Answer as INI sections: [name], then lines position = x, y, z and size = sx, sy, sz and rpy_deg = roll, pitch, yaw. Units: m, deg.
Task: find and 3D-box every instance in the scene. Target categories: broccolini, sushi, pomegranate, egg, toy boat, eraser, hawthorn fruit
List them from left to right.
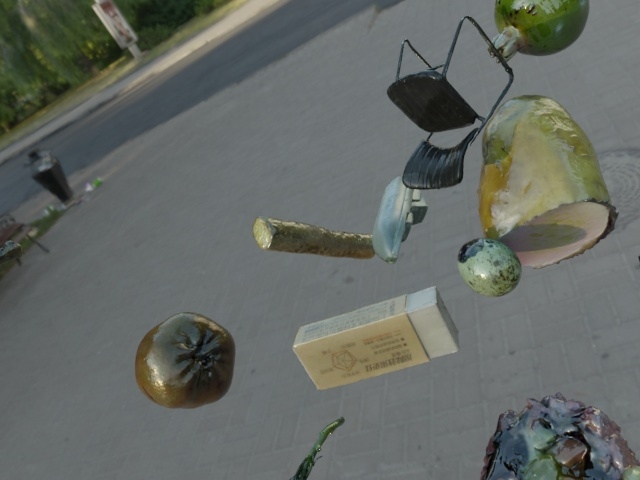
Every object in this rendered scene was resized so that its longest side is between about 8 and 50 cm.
[hawthorn fruit]
position = -0.383, 0.344, 1.686
size = 0.301, 0.267, 0.267
rpy_deg = -22, 24, 54
[broccolini]
position = -0.006, 0.545, 1.475
size = 0.062, 0.123, 0.271
rpy_deg = 24, 42, 21
[eraser]
position = 0.118, 0.217, 1.324
size = 0.343, 0.144, 0.078
rpy_deg = -20, 24, 21
[toy boat]
position = 0.141, -0.035, 1.066
size = 0.085, 0.078, 0.260
rpy_deg = 19, 32, 3
[egg]
position = 0.254, 0.038, 0.921
size = 0.085, 0.085, 0.110
rpy_deg = -34, 45, -3
[pomegranate]
position = 0.403, -0.422, 1.153
size = 0.209, 0.180, 0.180
rpy_deg = -49, 29, -8
[sushi]
position = 0.324, 0.338, 0.788
size = 0.237, 0.170, 0.270
rpy_deg = -8, 41, 33

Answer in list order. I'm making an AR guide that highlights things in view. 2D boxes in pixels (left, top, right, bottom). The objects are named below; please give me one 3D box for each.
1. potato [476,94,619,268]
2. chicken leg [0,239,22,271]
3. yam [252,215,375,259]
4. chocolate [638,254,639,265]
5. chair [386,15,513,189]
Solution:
[potato]
position = 0.366, -0.117, 1.023
size = 0.229, 0.229, 0.266
rpy_deg = -18, 61, 27
[chicken leg]
position = -0.515, 0.062, 0.880
size = 0.070, 0.093, 0.178
rpy_deg = 7, 39, 40
[yam]
position = 0.000, 0.000, 1.180
size = 0.066, 0.300, 0.066
rpy_deg = -8, 79, 46
[chocolate]
position = 0.807, 0.011, 1.449
size = 0.070, 0.072, 0.147
rpy_deg = 19, 41, 21
[chair]
position = 0.179, -0.207, 0.947
size = 0.140, 0.145, 0.221
rpy_deg = 0, 59, 55
